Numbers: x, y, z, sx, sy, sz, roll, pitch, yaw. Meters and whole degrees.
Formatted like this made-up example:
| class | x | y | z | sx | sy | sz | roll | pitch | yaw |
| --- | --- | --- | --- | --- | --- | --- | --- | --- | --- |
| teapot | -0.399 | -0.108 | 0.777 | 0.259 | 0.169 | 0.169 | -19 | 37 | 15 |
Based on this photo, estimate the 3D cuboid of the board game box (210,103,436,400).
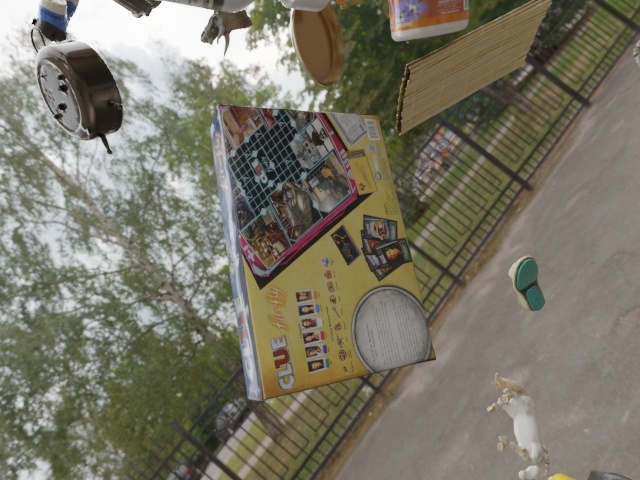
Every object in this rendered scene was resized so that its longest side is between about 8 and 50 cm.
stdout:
| class | x | y | z | sx | sy | sz | roll | pitch | yaw |
| --- | --- | --- | --- | --- | --- | --- | --- | --- | --- |
| board game box | 0.000 | 0.000 | 0.386 | 0.165 | 0.243 | 0.042 | -4 | -15 | -26 |

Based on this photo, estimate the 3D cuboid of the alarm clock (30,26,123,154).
| class | x | y | z | sx | sy | sz | roll | pitch | yaw |
| --- | --- | --- | --- | --- | --- | --- | --- | --- | --- |
| alarm clock | -0.356 | -0.223 | 0.606 | 0.064 | 0.192 | 0.129 | -34 | -6 | -42 |

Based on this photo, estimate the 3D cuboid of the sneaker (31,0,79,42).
| class | x | y | z | sx | sy | sz | roll | pitch | yaw |
| --- | --- | --- | --- | --- | --- | --- | --- | --- | --- |
| sneaker | -0.509 | -0.431 | 0.824 | 0.084 | 0.058 | 0.152 | -56 | 35 | 25 |

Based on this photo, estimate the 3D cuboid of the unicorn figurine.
| class | x | y | z | sx | sy | sz | roll | pitch | yaw |
| --- | --- | --- | --- | --- | --- | --- | --- | --- | --- |
| unicorn figurine | 0.288 | 0.280 | 0.610 | 0.060 | 0.111 | 0.162 | -12 | 61 | 50 |

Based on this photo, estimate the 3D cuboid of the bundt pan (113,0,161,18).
| class | x | y | z | sx | sy | sz | roll | pitch | yaw |
| --- | --- | --- | --- | --- | --- | --- | --- | --- | --- |
| bundt pan | -0.435 | -0.700 | 0.976 | 0.124 | 0.331 | 0.331 | 4 | -49 | -48 |

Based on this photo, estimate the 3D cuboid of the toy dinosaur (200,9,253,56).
| class | x | y | z | sx | sy | sz | roll | pitch | yaw |
| --- | --- | --- | --- | --- | --- | --- | --- | --- | --- |
| toy dinosaur | -0.173 | -0.561 | 0.877 | 0.121 | 0.160 | 0.313 | -21 | -33 | -51 |

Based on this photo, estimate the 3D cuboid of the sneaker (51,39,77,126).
| class | x | y | z | sx | sy | sz | roll | pitch | yaw |
| --- | --- | --- | --- | --- | --- | --- | --- | --- | --- |
| sneaker | -0.402 | -0.245 | 0.677 | 0.052 | 0.058 | 0.135 | -16 | -59 | -63 |

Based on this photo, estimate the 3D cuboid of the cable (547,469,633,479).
| class | x | y | z | sx | sy | sz | roll | pitch | yaw |
| --- | --- | --- | --- | --- | --- | --- | --- | --- | --- |
| cable | 0.379 | 0.341 | 0.533 | 0.072 | 0.139 | 0.287 | -61 | -27 | -12 |

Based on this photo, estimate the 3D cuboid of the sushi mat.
| class | x | y | z | sx | sy | sz | roll | pitch | yaw |
| --- | --- | --- | --- | --- | --- | --- | --- | --- | --- |
| sushi mat | 0.270 | -0.312 | 0.772 | 0.316 | 0.019 | 0.151 | -31 | -26 | -12 |

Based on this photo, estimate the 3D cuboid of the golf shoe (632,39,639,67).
| class | x | y | z | sx | sy | sz | roll | pitch | yaw |
| --- | --- | --- | --- | --- | --- | --- | --- | --- | --- |
| golf shoe | 0.452 | -0.236 | 0.469 | 0.176 | 0.069 | 0.086 | -21 | -11 | 41 |

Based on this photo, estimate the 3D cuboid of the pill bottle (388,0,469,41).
| class | x | y | z | sx | sy | sz | roll | pitch | yaw |
| --- | --- | --- | --- | --- | --- | --- | --- | --- | --- |
| pill bottle | 0.157 | -0.423 | 0.640 | 0.121 | 0.121 | 0.216 | -47 | -47 | -53 |

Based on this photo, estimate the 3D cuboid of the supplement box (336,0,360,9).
| class | x | y | z | sx | sy | sz | roll | pitch | yaw |
| --- | --- | --- | --- | --- | --- | --- | --- | --- | --- |
| supplement box | 0.041 | -0.690 | 1.023 | 0.080 | 0.233 | 0.078 | -14 | 14 | 18 |

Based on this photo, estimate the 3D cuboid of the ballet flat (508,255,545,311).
| class | x | y | z | sx | sy | sz | roll | pitch | yaw |
| --- | --- | --- | --- | --- | --- | --- | --- | --- | --- |
| ballet flat | 0.600 | 0.120 | 1.272 | 0.086 | 0.248 | 0.086 | -20 | 38 | 16 |

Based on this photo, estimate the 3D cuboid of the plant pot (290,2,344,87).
| class | x | y | z | sx | sy | sz | roll | pitch | yaw |
| --- | --- | --- | --- | --- | --- | --- | --- | --- | --- |
| plant pot | -0.009 | -0.509 | 1.088 | 0.032 | 0.236 | 0.236 | 0 | 31 | 33 |

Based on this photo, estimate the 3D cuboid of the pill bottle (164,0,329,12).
| class | x | y | z | sx | sy | sz | roll | pitch | yaw |
| --- | --- | --- | --- | --- | --- | --- | --- | --- | --- |
| pill bottle | -0.161 | -0.361 | 0.436 | 0.210 | 0.363 | 0.210 | 180 | 90 | -71 |
